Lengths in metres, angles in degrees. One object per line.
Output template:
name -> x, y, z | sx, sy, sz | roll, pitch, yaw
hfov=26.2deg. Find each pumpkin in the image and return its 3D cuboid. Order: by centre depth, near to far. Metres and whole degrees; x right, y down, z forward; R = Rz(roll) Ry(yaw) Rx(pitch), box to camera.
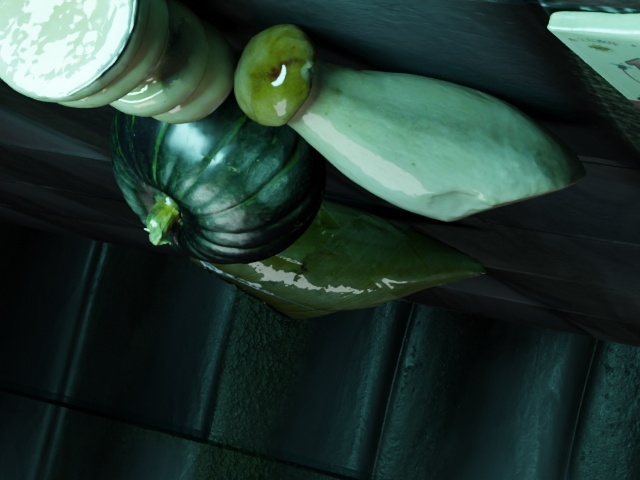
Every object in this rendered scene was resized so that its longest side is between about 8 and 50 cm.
pumpkin -> -0.116, -0.077, 1.450 | 0.250, 0.216, 0.250 | 27, 147, 19

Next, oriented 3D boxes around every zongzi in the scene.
zongzi -> 0.000, 0.000, 2.100 | 0.393, 0.174, 0.356 | -5, 157, 40

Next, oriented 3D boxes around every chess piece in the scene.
chess piece -> -0.156, -0.161, 1.169 | 0.143, 0.142, 0.261 | 11, 177, 23

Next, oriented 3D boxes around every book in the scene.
book -> 0.290, -0.122, 1.036 | 0.162, 0.022, 0.232 | 8, 173, 34

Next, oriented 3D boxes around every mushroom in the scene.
mushroom -> 0.084, -0.097, 1.252 | 0.350, 0.128, 0.128 | 21, 171, -22
